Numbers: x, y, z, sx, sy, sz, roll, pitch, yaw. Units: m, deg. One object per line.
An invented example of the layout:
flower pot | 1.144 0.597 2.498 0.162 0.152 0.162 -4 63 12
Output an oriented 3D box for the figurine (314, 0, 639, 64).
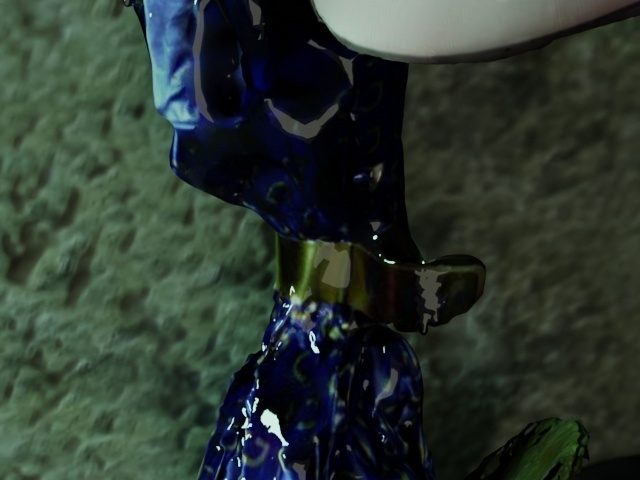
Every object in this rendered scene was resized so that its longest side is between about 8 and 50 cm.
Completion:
figurine | 0.009 -0.222 0.671 0.284 0.206 0.316 6 135 20

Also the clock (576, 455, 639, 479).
clock | 0.165 0.242 1.064 0.280 0.055 0.281 -8 116 -17

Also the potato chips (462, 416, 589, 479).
potato chips | 0.052 0.168 0.902 0.029 0.220 0.202 38 118 -7

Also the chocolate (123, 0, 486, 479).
chocolate | -0.001 -0.003 0.866 0.148 0.126 0.343 3 110 19
